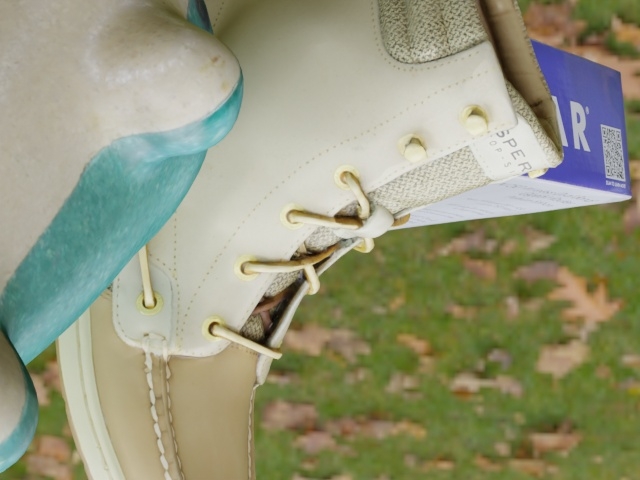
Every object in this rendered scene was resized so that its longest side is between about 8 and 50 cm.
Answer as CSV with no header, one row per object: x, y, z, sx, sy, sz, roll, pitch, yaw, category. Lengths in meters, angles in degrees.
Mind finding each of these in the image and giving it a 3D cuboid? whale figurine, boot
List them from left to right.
-0.117,-0.008,0.565,0.216,0.272,0.141,-17,132,14,whale figurine
0.000,0.000,0.680,0.204,0.261,0.095,-13,161,19,boot

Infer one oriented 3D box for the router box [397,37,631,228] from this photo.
-0.026,-0.056,0.951,0.301,0.082,0.335,-7,174,31,router box
